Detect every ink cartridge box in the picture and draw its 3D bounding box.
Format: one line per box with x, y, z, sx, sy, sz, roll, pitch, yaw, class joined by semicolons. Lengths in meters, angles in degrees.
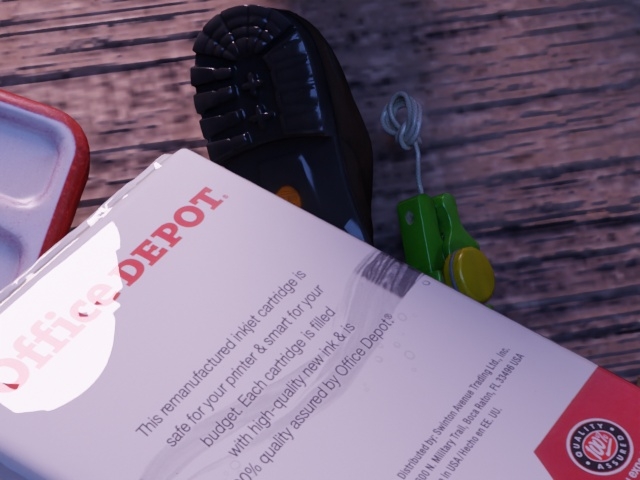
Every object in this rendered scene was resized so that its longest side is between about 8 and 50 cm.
-0.006;0.104;0.794;0.273;0.114;0.197;29;44;16;ink cartridge box

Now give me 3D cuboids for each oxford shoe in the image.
0.000;0.000;0.946;0.083;0.096;0.227;-3;93;21;oxford shoe

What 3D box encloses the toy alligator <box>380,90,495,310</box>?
0.063;0.019;0.966;0.051;0.056;0.189;15;63;-45;toy alligator

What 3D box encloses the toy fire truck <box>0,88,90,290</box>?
-0.258;0.048;0.862;0.254;0.169;0.302;17;72;-3;toy fire truck

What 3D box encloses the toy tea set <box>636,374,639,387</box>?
0.245;0.191;0.850;0.124;0.200;0.336;-38;80;-24;toy tea set
